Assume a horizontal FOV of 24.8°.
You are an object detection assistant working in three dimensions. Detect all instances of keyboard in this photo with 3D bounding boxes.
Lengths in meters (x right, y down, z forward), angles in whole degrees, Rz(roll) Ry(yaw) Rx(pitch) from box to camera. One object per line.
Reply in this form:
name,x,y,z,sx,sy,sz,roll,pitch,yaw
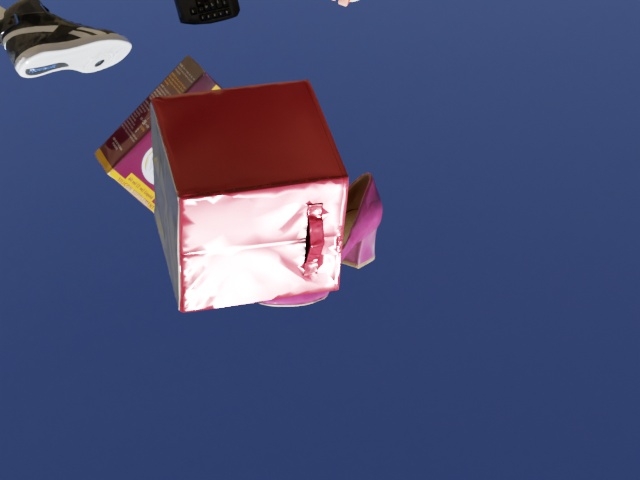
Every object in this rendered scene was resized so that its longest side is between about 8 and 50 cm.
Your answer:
keyboard,-0.156,-0.339,1.655,0.100,0.192,0.038,-17,-176,-16

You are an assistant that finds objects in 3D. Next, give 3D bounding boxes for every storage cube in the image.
storage cube,-0.088,-0.054,1.697,0.193,0.184,0.215,-8,-136,-13

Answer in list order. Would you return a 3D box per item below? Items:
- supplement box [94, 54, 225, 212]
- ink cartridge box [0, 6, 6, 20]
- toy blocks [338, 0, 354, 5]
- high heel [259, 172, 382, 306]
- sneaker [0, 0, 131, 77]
supplement box,-0.197,-0.140,1.961,0.188,0.104,0.081,-46,-147,3
ink cartridge box,-0.643,-0.379,2.552,0.115,0.067,0.198,32,-121,23
toy blocks,0.012,-0.369,1.973,0.054,0.123,0.148,-24,-160,33
high heel,0.000,0.000,1.818,0.082,0.117,0.244,17,-153,36
sneaker,-0.383,-0.313,2.152,0.217,0.079,0.121,-15,-113,-51
